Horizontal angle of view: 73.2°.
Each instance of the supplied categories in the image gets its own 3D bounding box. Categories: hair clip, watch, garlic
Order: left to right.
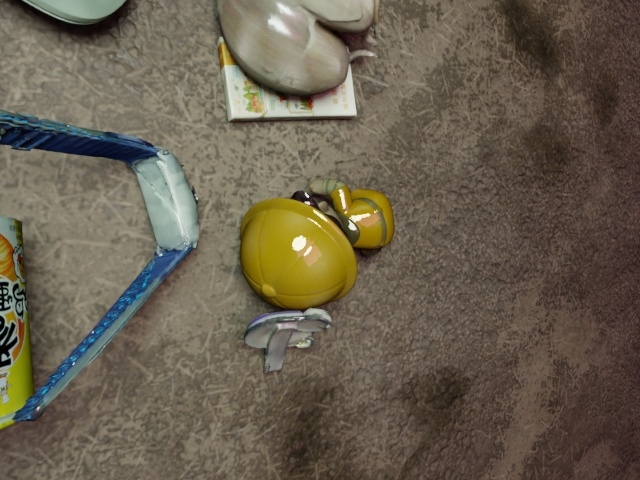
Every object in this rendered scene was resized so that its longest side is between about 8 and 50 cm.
[{"bbox_3d":[-0.233,0.011,0.491,0.274,0.068,0.277,-18,99,-72],"label":"watch"},{"bbox_3d":[-0.056,0.145,0.639,0.116,0.172,0.049,-2,55,-20],"label":"hair clip"},{"bbox_3d":[-0.028,-0.343,0.632,0.291,0.237,0.210,28,123,-14],"label":"garlic"}]

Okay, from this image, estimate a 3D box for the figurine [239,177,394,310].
[{"bbox_3d":[0.003,0.001,0.654,0.256,0.167,0.192,-28,118,-24],"label":"figurine"}]

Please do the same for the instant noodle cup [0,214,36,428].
[{"bbox_3d":[-0.405,0.072,0.401,0.264,0.264,0.200,4,84,-29],"label":"instant noodle cup"}]

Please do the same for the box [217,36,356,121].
[{"bbox_3d":[-0.047,-0.256,0.691,0.220,0.032,0.122,-10,95,-27],"label":"box"}]

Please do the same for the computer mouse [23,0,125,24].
[{"bbox_3d":[-0.357,-0.362,0.480,0.288,0.097,0.160,29,64,-20],"label":"computer mouse"}]
